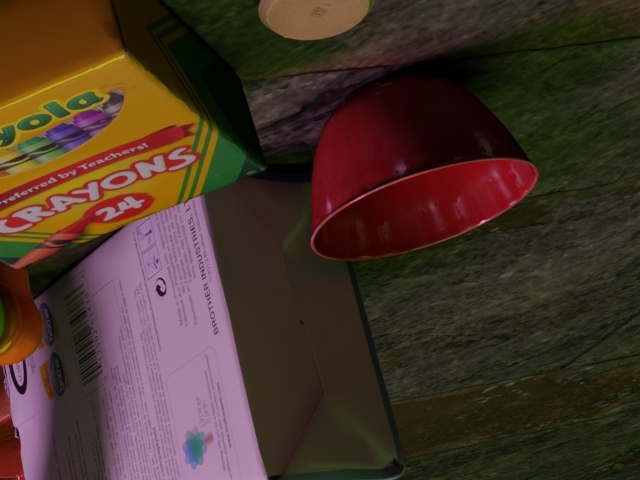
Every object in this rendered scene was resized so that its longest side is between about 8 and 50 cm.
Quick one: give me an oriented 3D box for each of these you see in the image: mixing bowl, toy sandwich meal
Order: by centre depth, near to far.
[{"bbox_3d":[-0.003,-0.159,1.297,0.085,0.029,0.085,-8,154,-4],"label":"toy sandwich meal"},{"bbox_3d":[0.065,-0.064,1.526,0.181,0.098,0.181,-16,161,-6],"label":"mixing bowl"}]

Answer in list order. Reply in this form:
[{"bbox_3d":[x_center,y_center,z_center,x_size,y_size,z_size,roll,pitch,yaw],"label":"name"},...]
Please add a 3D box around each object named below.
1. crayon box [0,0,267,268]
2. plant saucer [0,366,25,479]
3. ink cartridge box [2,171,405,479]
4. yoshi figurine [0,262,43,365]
[{"bbox_3d":[-0.181,-0.081,1.268,0.202,0.081,0.318,-21,162,12],"label":"crayon box"},{"bbox_3d":[-0.313,0.194,2.024,0.258,0.048,0.259,-28,161,29],"label":"plant saucer"},{"bbox_3d":[-0.130,0.143,1.675,0.151,0.270,0.395,5,152,-40],"label":"ink cartridge box"},{"bbox_3d":[-0.358,0.045,1.412,0.203,0.204,0.362,14,-174,18],"label":"yoshi figurine"}]
